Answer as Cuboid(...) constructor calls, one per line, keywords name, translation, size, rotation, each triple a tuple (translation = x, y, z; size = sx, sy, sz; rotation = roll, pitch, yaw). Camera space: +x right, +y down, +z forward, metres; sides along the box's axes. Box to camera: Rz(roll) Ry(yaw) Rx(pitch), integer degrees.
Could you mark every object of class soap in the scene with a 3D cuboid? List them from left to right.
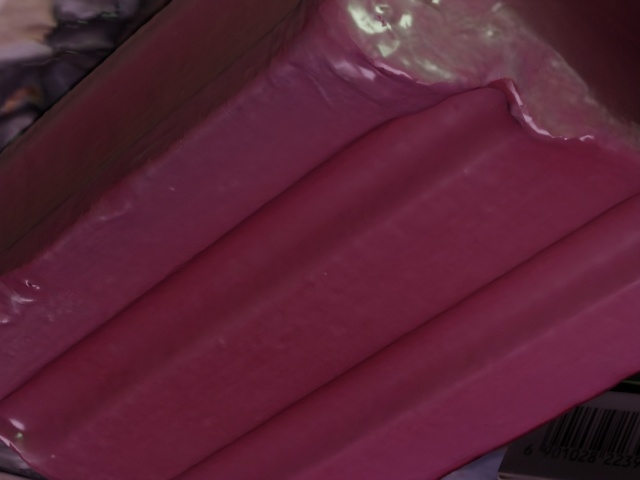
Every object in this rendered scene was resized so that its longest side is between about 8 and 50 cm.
Cuboid(name="soap", translation=(0.000, 0.000, 0.815), size=(0.233, 0.128, 0.359), rotation=(32, 134, -26))

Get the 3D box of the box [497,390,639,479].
Cuboid(name="box", translation=(0.224, 0.144, 0.931), size=(0.233, 0.067, 0.149), rotation=(1, 146, 41))
